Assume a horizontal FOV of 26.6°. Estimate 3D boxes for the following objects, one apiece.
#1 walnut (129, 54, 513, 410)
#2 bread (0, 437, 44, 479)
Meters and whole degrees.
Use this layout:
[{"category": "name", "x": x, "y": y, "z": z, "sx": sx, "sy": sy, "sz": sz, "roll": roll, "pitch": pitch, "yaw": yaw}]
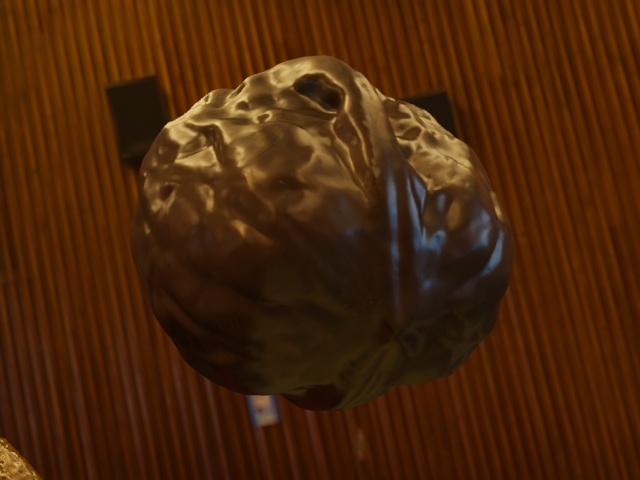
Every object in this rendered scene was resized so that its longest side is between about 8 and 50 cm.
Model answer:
[{"category": "walnut", "x": -0.002, "y": -0.001, "z": 0.948, "sx": 0.227, "sy": 0.273, "sz": 0.273, "roll": -50, "pitch": -23, "yaw": 14}, {"category": "bread", "x": -0.323, "y": 0.263, "z": 1.108, "sx": 0.240, "sy": 0.240, "sz": 0.139, "roll": -11, "pitch": -26, "yaw": -11}]
